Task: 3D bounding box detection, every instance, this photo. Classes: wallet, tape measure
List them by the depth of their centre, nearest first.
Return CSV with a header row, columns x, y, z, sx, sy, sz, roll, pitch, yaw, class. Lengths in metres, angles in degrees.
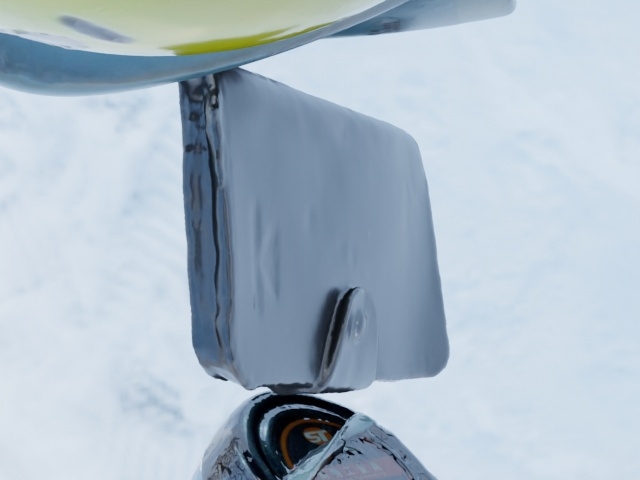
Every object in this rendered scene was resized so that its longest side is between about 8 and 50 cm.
x,y,z,sx,sy,sz,roll,pitch,yaw,class
0.000,0.000,1.118,0.051,0.377,0.197,-7,83,21,wallet
0.002,0.184,1.153,0.181,0.182,0.107,45,117,31,tape measure

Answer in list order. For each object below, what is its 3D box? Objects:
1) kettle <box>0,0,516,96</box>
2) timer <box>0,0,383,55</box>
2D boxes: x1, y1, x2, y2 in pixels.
x,y,z,sx,sy,sz,roll,pitch,yaw,class
-0.071,-0.203,0.992,0.342,0.319,0.247,-9,132,7,kettle
-0.010,-0.150,0.353,0.285,0.285,0.285,2,94,31,timer
